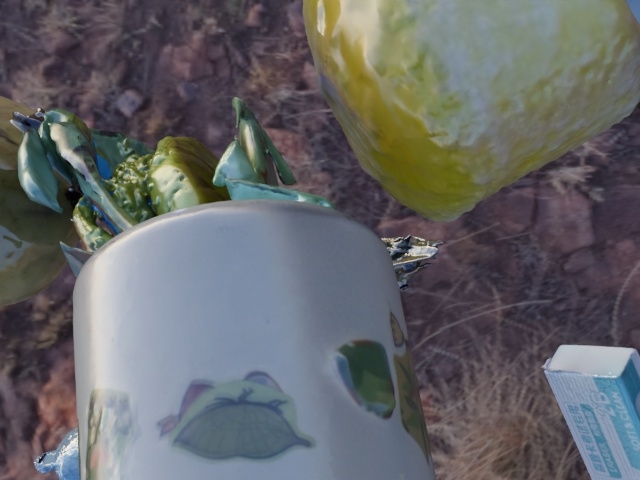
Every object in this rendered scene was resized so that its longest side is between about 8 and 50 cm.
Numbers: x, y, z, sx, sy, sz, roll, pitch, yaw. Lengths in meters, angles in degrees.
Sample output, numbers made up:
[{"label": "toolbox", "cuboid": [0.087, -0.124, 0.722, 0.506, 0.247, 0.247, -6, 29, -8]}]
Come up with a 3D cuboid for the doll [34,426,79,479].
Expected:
[{"label": "doll", "cuboid": [-0.209, 0.261, 1.120, 0.180, 0.120, 0.075, 42, 130, 32]}]

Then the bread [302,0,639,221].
[{"label": "bread", "cuboid": [0.080, -0.116, 0.623, 0.171, 0.197, 0.197, -23, 82, -3]}]

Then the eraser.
[{"label": "eraser", "cuboid": [0.329, 0.214, 1.176, 0.096, 0.052, 0.225, -3, 124, 44]}]

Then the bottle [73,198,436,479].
[{"label": "bottle", "cuboid": [-0.014, 0.121, 0.334, 0.120, 0.120, 0.253, -23, 60, 27]}]

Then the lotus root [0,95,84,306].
[{"label": "lotus root", "cuboid": [-0.333, -0.045, 0.820, 0.310, 0.183, 0.182, 13, 102, -12]}]

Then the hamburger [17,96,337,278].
[{"label": "hamburger", "cuboid": [-0.065, -0.001, 0.728, 0.150, 0.260, 0.276, -37, 83, 3]}]

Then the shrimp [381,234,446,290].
[{"label": "shrimp", "cuboid": [0.000, 0.000, 1.189, 0.296, 0.058, 0.169, -17, 122, 46]}]

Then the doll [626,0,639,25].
[{"label": "doll", "cuboid": [0.221, -0.259, 0.904, 0.105, 0.336, 0.200, -52, 29, -20]}]
